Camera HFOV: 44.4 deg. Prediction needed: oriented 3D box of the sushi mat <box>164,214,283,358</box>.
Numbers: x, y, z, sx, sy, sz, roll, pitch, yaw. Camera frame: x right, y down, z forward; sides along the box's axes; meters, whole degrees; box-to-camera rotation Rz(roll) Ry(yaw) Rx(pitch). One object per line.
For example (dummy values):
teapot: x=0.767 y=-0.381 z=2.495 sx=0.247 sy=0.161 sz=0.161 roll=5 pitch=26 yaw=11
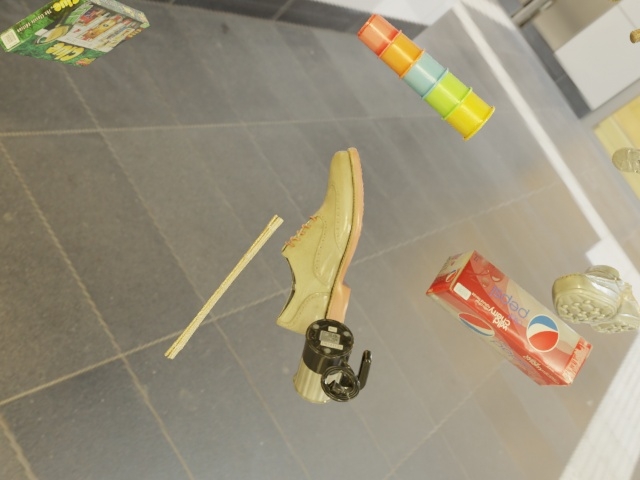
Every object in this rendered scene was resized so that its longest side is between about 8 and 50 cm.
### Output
sushi mat: x=-0.173 y=0.083 z=1.421 sx=0.019 sy=0.316 sz=0.151 roll=38 pitch=-1 yaw=-4

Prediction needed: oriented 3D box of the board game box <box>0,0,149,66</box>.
board game box: x=-0.351 y=-0.308 z=1.150 sx=0.030 sy=0.136 sz=0.259 roll=63 pitch=9 yaw=-5

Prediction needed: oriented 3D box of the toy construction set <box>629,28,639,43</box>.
toy construction set: x=0.551 y=-0.234 z=0.866 sx=0.309 sy=0.237 sz=0.257 roll=88 pitch=-16 yaw=-75

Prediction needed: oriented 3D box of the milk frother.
milk frother: x=0.011 y=0.234 z=1.330 sx=0.129 sy=0.134 sz=0.143 roll=25 pitch=43 yaw=13

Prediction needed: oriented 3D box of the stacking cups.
stacking cups: x=0.210 y=-0.340 z=1.620 sx=0.316 sy=0.096 sz=0.096 roll=40 pitch=30 yaw=-3

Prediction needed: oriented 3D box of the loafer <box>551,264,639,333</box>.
loafer: x=0.508 y=0.098 z=1.452 sx=0.319 sy=0.112 sz=0.111 roll=23 pitch=60 yaw=-52

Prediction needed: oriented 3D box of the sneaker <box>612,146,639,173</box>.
sneaker: x=0.628 y=-0.139 z=1.461 sx=0.158 sy=0.061 sz=0.065 roll=29 pitch=25 yaw=21

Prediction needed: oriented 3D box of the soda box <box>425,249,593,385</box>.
soda box: x=0.305 y=0.130 z=1.271 sx=0.263 sy=0.092 sz=0.083 roll=38 pitch=71 yaw=-9

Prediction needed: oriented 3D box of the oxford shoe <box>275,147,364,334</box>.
oxford shoe: x=0.000 y=0.000 z=1.587 sx=0.147 sy=0.396 sz=0.140 roll=10 pitch=-4 yaw=-4
